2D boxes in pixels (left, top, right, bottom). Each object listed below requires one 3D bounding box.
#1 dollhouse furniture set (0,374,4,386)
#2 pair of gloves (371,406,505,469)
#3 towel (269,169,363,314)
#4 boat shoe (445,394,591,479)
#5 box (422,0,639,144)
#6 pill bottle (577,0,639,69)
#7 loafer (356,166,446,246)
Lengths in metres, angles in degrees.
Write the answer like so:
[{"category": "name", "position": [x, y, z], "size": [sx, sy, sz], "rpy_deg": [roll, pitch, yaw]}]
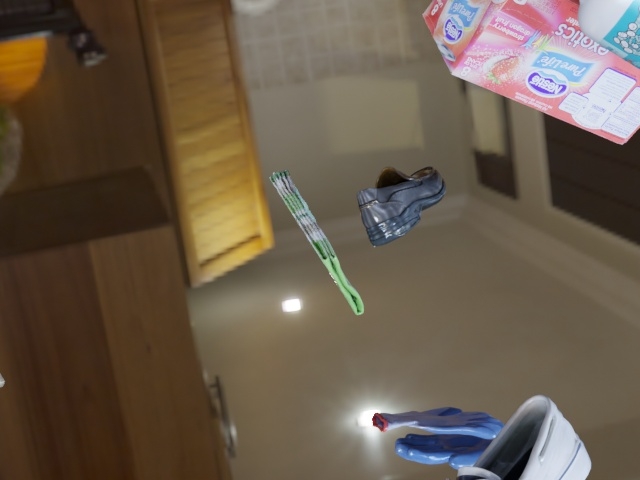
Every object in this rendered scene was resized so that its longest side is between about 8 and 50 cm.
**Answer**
[{"category": "dollhouse furniture set", "position": [-0.506, 0.182, 1.480], "size": [0.184, 0.129, 0.129], "rpy_deg": [-16, -121, -39]}, {"category": "pair of gloves", "position": [0.148, 0.221, 1.371], "size": [0.159, 0.023, 0.198], "rpy_deg": [1, -172, -11]}, {"category": "towel", "position": [0.000, 0.000, 1.336], "size": [0.023, 0.113, 0.152], "rpy_deg": [-33, -131, 0]}, {"category": "boat shoe", "position": [0.138, 0.233, 1.055], "size": [0.095, 0.084, 0.258], "rpy_deg": [-14, -158, 45]}, {"category": "box", "position": [0.303, -0.258, 1.562], "size": [0.300, 0.154, 0.142], "rpy_deg": [17, -145, -29]}, {"category": "pill bottle", "position": [0.391, -0.256, 1.365], "size": [0.264, 0.146, 0.146], "rpy_deg": [32, -162, 0]}, {"category": "loafer", "position": [0.088, -0.053, 1.311], "size": [0.062, 0.061, 0.170], "rpy_deg": [-24, -170, 27]}]
